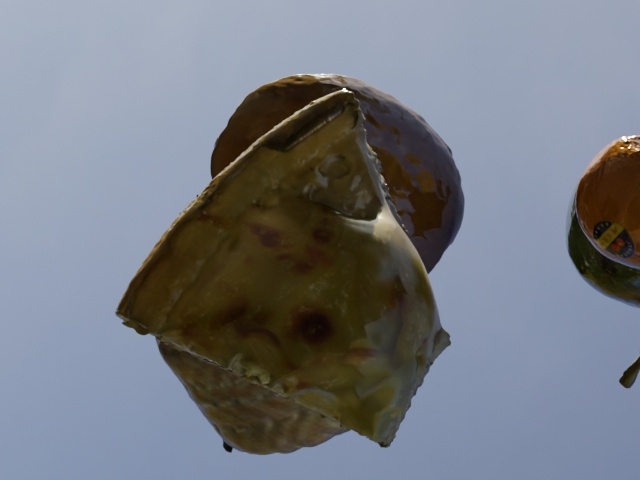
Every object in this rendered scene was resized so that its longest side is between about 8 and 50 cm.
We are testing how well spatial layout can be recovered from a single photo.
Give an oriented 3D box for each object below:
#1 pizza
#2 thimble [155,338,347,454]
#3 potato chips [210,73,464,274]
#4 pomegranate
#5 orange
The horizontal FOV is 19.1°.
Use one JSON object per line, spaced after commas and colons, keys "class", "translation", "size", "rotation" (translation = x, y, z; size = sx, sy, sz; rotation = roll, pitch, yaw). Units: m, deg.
{"class": "pizza", "translation": [0.004, 0.009, 1.161], "size": [0.204, 0.188, 0.080], "rotation": [-58, 176, -13]}
{"class": "thimble", "translation": [-0.031, 0.089, 1.725], "size": [0.229, 0.148, 0.196], "rotation": [-10, -147, 48]}
{"class": "potato chips", "translation": [0.022, -0.046, 1.424], "size": [0.150, 0.201, 0.049], "rotation": [-59, -161, -7]}
{"class": "pomegranate", "translation": [0.255, 0.006, 1.365], "size": [0.148, 0.148, 0.169], "rotation": [-40, -118, 36]}
{"class": "orange", "translation": [0.190, -0.023, 1.105], "size": [0.083, 0.083, 0.083], "rotation": [-25, -123, 45]}
